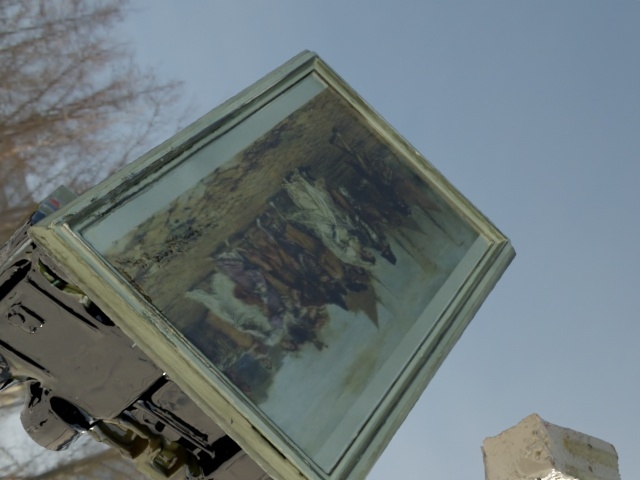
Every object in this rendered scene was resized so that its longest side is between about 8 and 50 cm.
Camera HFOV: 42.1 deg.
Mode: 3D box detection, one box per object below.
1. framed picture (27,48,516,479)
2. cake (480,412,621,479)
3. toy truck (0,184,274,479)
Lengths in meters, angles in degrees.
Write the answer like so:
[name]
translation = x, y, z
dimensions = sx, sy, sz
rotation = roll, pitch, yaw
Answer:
[framed picture]
translation = 0.000, 0.000, 0.495
dimensions = 0.217, 0.274, 0.017
rotation = 43, -45, 0
[cake]
translation = 0.189, 0.166, 0.620
dimensions = 0.065, 0.121, 0.052
rotation = 123, -33, -45
[toy truck]
translation = -0.109, 0.081, 0.557
dimensions = 0.127, 0.257, 0.127
rotation = -43, -159, 16
